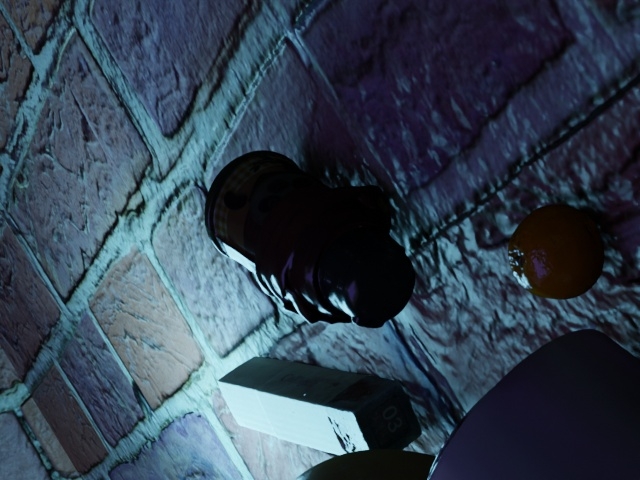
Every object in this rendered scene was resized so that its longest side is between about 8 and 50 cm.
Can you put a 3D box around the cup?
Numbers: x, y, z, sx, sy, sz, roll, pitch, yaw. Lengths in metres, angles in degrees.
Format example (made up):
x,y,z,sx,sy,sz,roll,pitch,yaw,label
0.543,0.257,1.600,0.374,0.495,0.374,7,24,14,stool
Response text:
x,y,z,sx,sy,sz,roll,pitch,yaw,label
0.276,0.261,1.075,0.371,0.253,0.253,36,146,33,cup

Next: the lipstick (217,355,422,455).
x,y,z,sx,sy,sz,roll,pitch,yaw,label
-0.012,0.210,1.716,0.371,0.076,0.080,2,120,60,lipstick

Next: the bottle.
x,y,z,sx,sy,sz,roll,pitch,yaw,label
0.000,0.000,1.419,0.271,0.143,0.156,31,103,49,bottle

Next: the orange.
x,y,z,sx,sy,sz,roll,pitch,yaw,label
0.198,0.010,1.137,0.083,0.083,0.084,41,149,33,orange

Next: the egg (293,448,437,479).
x,y,z,sx,sy,sz,roll,pitch,yaw,label
0.096,0.379,1.433,0.373,0.301,0.301,21,136,31,egg
